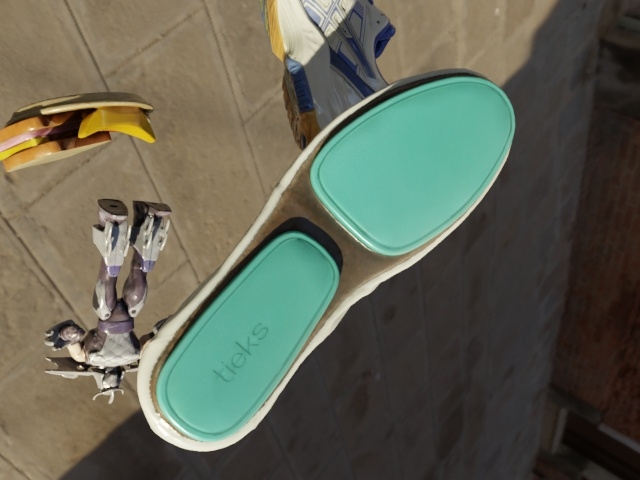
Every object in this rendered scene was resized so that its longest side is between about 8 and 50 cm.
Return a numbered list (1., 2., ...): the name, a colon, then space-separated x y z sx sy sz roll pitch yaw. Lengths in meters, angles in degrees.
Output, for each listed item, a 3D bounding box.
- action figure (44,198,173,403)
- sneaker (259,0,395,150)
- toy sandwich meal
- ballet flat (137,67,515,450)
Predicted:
1. action figure: -0.269 0.089 0.947 0.185 0.099 0.285 -2 109 -43
2. sneaker: 0.009 -0.239 0.786 0.131 0.296 0.112 -12 170 -9
3. toy sandwich meal: -0.128 -0.057 0.380 0.085 0.085 0.029 -14 94 -51
4. ballet flat: 0.000 0.000 0.601 0.400 0.139 0.139 -46 147 -18
